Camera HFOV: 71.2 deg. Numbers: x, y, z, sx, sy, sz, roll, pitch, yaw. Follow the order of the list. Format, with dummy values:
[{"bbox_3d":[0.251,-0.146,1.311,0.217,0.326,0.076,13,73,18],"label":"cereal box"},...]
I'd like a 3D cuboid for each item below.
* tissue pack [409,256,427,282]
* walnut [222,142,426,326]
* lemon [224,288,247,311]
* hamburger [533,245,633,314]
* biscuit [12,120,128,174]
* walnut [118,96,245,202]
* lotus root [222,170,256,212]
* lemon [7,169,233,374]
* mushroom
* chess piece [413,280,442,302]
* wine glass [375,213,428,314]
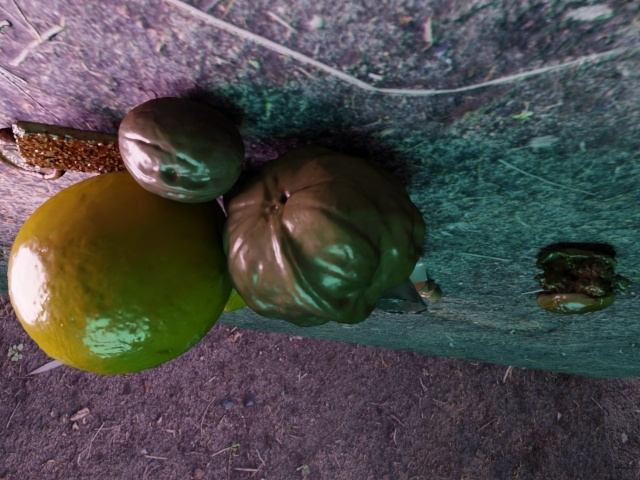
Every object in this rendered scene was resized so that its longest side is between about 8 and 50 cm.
[{"bbox_3d":[0.075,0.083,1.028,0.325,0.071,0.170,-14,161,10],"label":"tissue pack"},{"bbox_3d":[0.002,-0.002,0.680,0.253,0.282,0.277,42,-170,35],"label":"walnut"},{"bbox_3d":[-0.208,0.056,0.994,0.204,0.204,0.260,5,158,9],"label":"lemon"},{"bbox_3d":[0.533,0.090,0.914,0.184,0.131,0.159,-2,162,15],"label":"hamburger"},{"bbox_3d":[-0.342,-0.134,0.702,0.230,0.025,0.131,2,165,-27],"label":"biscuit"},{"bbox_3d":[-0.183,-0.119,0.597,0.162,0.140,0.140,5,163,-21],"label":"walnut"},{"bbox_3d":[-0.130,-0.072,0.778,0.088,0.088,0.165,3,153,12],"label":"lotus root"},{"bbox_3d":[-0.303,0.046,0.727,0.347,0.348,0.348,7,161,2],"label":"lemon"},{"bbox_3d":[-0.484,-0.148,0.742,0.123,0.052,0.123,6,151,3],"label":"mushroom"},{"bbox_3d":[0.298,0.136,1.251,0.060,0.060,0.172,-5,159,33],"label":"chess piece"},{"bbox_3d":[0.145,0.039,0.840,0.122,0.183,0.122,4,161,1],"label":"wine glass"}]
